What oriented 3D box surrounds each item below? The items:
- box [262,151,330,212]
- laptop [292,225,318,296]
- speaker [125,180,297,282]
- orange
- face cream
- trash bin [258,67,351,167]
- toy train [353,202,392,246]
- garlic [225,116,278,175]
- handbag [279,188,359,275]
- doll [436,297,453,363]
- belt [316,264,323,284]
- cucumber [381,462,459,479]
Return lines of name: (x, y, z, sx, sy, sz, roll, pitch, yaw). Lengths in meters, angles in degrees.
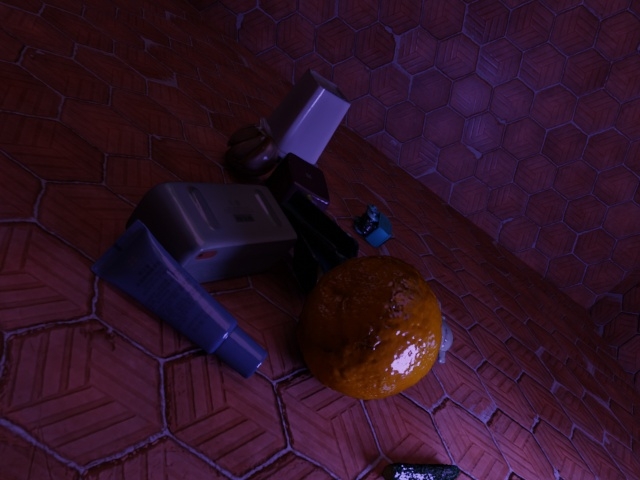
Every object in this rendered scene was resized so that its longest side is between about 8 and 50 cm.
box: (-0.084, -0.161, 1.686, 0.193, 0.167, 0.294, 26, 27, -23)
laptop: (-0.042, 0.067, 1.347, 0.016, 0.197, 0.135, -18, 54, -20)
speaker: (-0.243, -0.019, 1.210, 0.184, 0.183, 0.406, 54, 28, 18)
orange: (0.121, 0.207, 1.152, 0.293, 0.340, 0.340, 53, 15, -32)
face cream: (-0.273, 0.131, 0.998, 0.385, 0.135, 0.086, 41, -11, -2)
trash bin: (-0.057, -0.477, 2.018, 0.256, 0.368, 0.296, 19, 31, -38)
toy train: (0.218, -0.062, 2.016, 0.154, 0.107, 0.198, 43, 23, -10)
garlic: (-0.225, -0.299, 1.719, 0.214, 0.191, 0.160, 58, 3, 35)
handbag: (0.003, -0.004, 1.434, 0.269, 0.100, 0.274, 41, -16, 22)
doll: (0.367, 0.274, 1.628, 0.155, 0.113, 0.275, 31, 24, -24)
belt: (-0.024, 0.096, 1.453, 0.036, 0.059, 0.083, 7, 37, -49)
cucumber: (0.236, 0.524, 1.104, 0.256, 0.043, 0.044, 20, 35, -37)
